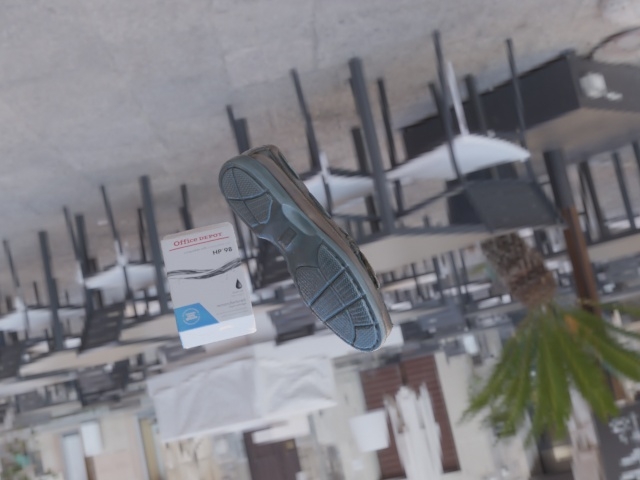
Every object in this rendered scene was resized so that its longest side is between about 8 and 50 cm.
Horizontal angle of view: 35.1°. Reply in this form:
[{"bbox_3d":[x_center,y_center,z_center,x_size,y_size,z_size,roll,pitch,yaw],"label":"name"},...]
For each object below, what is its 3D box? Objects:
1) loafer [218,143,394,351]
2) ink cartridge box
[{"bbox_3d":[0.000,0.000,1.138,0.084,0.267,0.096,-40,180,-43],"label":"loafer"},{"bbox_3d":[-0.158,0.046,1.391,0.104,0.180,0.060,-14,152,-5],"label":"ink cartridge box"}]
